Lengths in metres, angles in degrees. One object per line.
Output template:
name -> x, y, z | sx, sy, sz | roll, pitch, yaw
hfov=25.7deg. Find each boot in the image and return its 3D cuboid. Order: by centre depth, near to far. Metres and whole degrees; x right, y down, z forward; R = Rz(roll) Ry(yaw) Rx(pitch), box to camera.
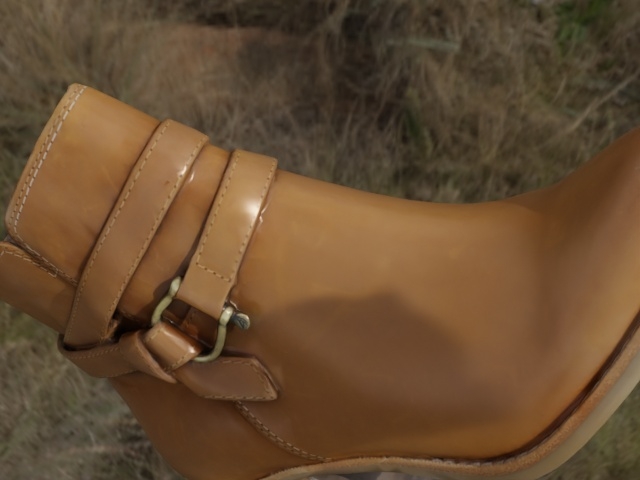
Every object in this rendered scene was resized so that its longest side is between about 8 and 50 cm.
boot -> 0.000, 0.000, 0.538 | 0.220, 0.283, 0.109 | 38, 46, -5
